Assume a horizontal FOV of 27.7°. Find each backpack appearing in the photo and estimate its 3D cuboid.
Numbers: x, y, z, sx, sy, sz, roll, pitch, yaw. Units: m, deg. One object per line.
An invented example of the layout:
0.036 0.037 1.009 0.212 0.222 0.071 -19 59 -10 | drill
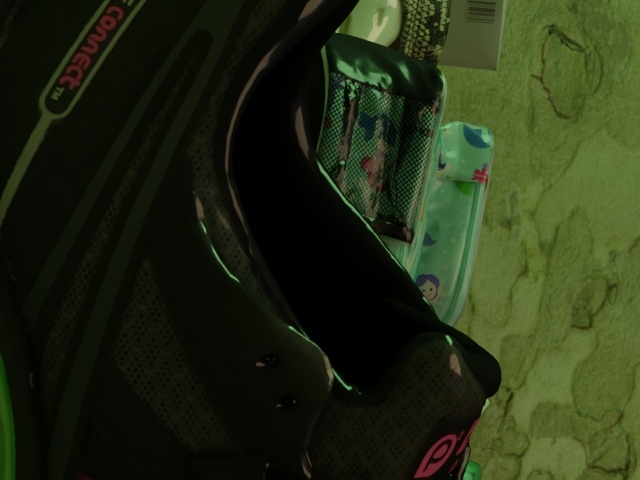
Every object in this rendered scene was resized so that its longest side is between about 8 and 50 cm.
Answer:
0.000 0.000 0.933 0.225 0.191 0.253 -10 -117 68 | backpack

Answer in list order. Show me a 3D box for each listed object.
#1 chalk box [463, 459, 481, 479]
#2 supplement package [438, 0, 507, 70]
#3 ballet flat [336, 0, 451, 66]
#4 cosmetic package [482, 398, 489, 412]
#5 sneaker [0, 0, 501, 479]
0.034 0.286 1.206 0.289 0.179 0.180 128 -22 -55 | chalk box
0.138 -0.353 1.619 0.262 0.204 0.145 82 17 -63 | supplement package
0.025 -0.162 1.226 0.182 0.164 0.482 -51 156 -36 | ballet flat
0.004 0.174 0.917 0.239 0.060 0.099 -39 174 20 | cosmetic package
-0.027 0.107 0.506 0.185 0.202 0.482 -52 134 -70 | sneaker
